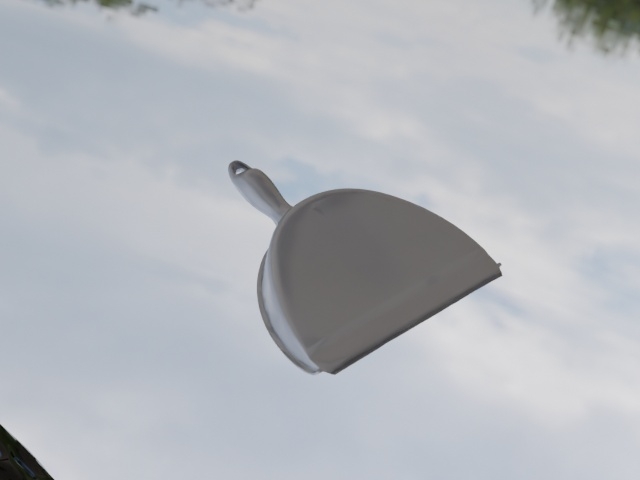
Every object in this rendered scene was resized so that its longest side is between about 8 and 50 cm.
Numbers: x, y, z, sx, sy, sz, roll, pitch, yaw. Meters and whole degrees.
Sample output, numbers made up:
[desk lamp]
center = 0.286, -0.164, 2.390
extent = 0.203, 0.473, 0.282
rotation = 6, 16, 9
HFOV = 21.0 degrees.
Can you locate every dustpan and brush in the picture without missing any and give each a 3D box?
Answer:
[dustpan and brush]
center = 0.000, 0.000, 1.132
extent = 0.147, 0.060, 0.211
rotation = -29, -122, -21

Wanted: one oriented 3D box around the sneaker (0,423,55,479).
[sneaker]
center = -0.118, 0.042, 0.424
extent = 0.121, 0.079, 0.217
rotation = 38, 167, 7
